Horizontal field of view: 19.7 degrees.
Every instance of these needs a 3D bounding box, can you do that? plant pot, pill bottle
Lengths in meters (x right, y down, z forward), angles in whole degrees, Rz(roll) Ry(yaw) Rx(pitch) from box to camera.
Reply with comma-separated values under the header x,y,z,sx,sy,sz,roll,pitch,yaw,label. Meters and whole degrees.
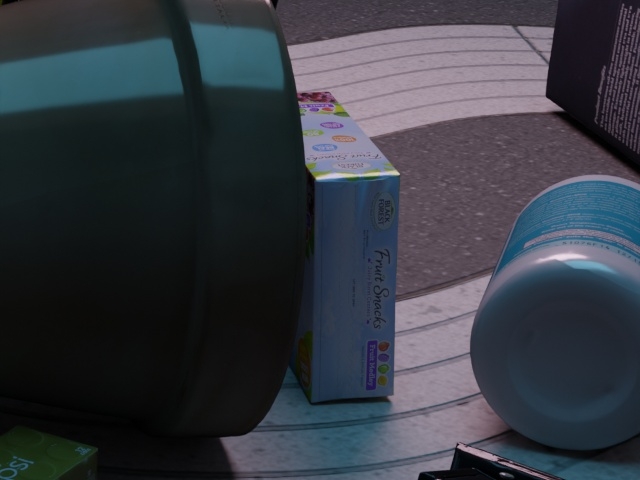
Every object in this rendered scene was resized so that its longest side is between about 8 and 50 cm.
x,y,z,sx,sy,sz,roll,pitch,yaw,label
-0.190,-0.025,1.185,0.280,0.323,0.323,-2,21,-21,plant pot
0.200,0.039,1.360,0.146,0.146,0.264,9,22,11,pill bottle

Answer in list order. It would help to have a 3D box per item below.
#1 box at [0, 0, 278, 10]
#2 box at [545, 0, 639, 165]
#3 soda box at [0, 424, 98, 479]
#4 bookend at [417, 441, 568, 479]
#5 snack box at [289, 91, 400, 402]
x,y,z,sx,sy,sz,roll,pitch,yaw,label
-0.166,-0.135,1.418,0.257,0.322,0.079,8,10,-42,box
0.439,-0.187,1.957,0.296,0.182,0.294,-1,22,-18,box
-0.202,0.170,1.053,0.061,0.058,0.181,14,22,24,soda box
0.104,0.171,1.027,0.157,0.072,0.156,17,4,31,bookend
0.000,0.000,1.382,0.070,0.174,0.207,-4,23,-12,snack box
